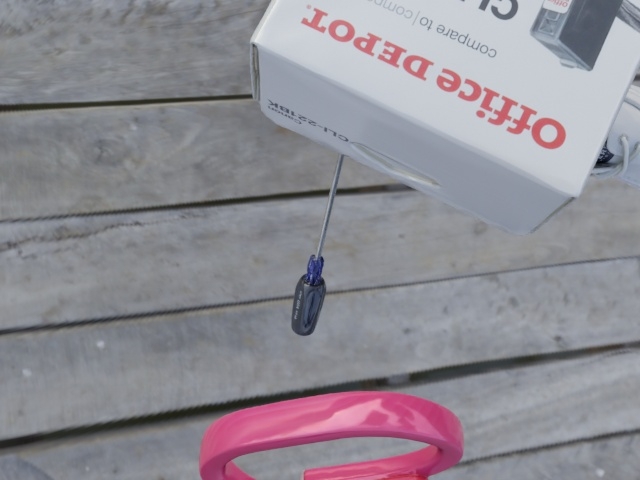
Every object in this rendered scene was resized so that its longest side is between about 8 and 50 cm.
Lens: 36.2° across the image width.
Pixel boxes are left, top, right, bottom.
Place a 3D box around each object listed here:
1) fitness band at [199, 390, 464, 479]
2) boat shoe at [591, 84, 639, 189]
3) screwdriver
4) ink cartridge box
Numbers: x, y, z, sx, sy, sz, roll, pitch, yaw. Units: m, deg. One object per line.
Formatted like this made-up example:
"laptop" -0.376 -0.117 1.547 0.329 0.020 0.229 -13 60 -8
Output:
"fitness band" 0.011 0.230 1.050 0.291 0.054 0.209 -15 140 21
"boat shoe" 0.236 -0.090 0.827 0.258 0.095 0.084 28 46 3
"screwdriver" 0.000 0.000 0.711 0.024 0.025 0.170 3 121 -13
"ink cartridge box" 0.103 -0.168 0.582 0.197 0.114 0.273 26 81 3
